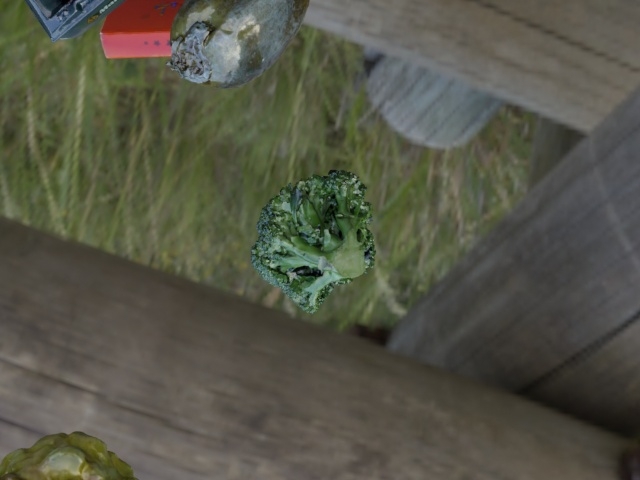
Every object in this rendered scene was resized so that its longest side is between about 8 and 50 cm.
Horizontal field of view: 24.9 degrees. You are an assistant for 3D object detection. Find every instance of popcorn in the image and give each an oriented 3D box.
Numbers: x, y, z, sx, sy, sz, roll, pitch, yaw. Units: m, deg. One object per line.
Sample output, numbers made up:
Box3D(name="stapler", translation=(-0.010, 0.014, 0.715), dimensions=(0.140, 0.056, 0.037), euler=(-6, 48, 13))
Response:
Box3D(name="popcorn", translation=(-0.259, 0.298, 1.531), dimensions=(0.185, 0.167, 0.188), euler=(31, 112, 33))

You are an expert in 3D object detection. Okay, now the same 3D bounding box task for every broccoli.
Box3D(name="broccoli", translation=(0.000, 0.000, 1.934), dimensions=(0.156, 0.195, 0.195), euler=(13, 151, 50))

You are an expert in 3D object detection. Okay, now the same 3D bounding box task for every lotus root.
Box3D(name="lotus root", translation=(-0.057, -0.185, 1.162), dimensions=(0.088, 0.165, 0.088), euler=(39, 165, 13))

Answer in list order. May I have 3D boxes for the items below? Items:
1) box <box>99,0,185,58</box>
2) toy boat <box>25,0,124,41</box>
Box3D(name="box", translation=(-0.120, -0.259, 1.407), dimensions=(0.139, 0.245, 0.035), euler=(0, 131, 11))
Box3D(name="toy boat", translation=(-0.136, -0.249, 1.065), dimensions=(0.246, 0.103, 0.093), euler=(-38, 78, 14))
